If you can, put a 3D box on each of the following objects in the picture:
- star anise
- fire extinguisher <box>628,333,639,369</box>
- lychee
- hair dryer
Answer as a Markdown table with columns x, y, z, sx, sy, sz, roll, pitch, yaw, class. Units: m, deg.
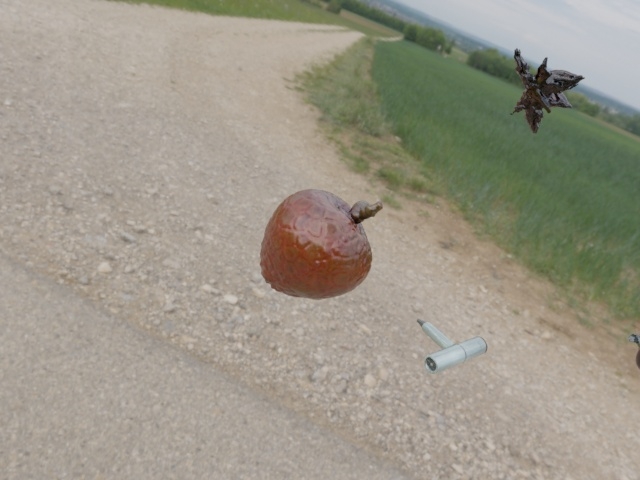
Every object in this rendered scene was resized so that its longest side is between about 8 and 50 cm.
| x | y | z | sx | sy | sz | roll | pitch | yaw | class |
| --- | --- | --- | --- | --- | --- | --- | --- | --- | --- |
| 0.528 | -0.352 | 1.266 | 0.157 | 0.212 | 0.053 | 2 | 36 | 19 | star anise |
| 0.863 | 0.321 | 1.273 | 0.135 | 0.114 | 0.337 | 25 | 16 | -31 | fire extinguisher |
| 0.000 | 0.000 | 1.142 | 0.255 | 0.300 | 0.255 | 36 | 17 | -13 | lychee |
| 0.249 | 0.221 | 1.202 | 0.155 | 0.044 | 0.183 | -10 | 23 | -33 | hair dryer |
